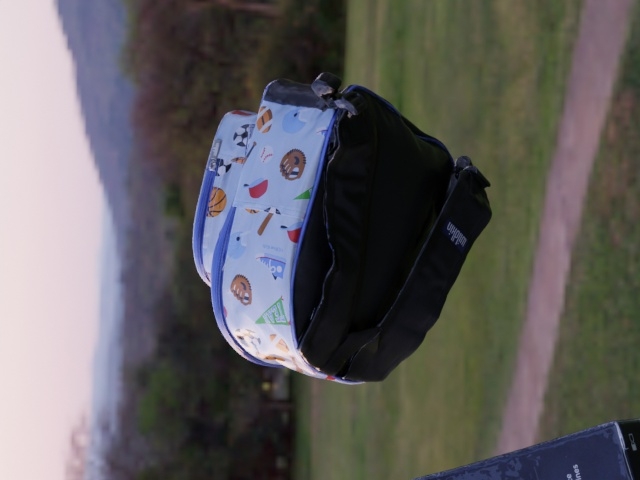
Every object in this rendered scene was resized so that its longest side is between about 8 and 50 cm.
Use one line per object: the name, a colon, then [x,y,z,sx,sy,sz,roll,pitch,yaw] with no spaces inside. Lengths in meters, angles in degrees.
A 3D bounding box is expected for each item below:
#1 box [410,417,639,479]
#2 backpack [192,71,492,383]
box: [0.161,0.207,1.010,0.093,0.158,0.156,4,-111,-57]
backpack: [0.000,0.000,1.512,0.276,0.213,0.263,27,-110,-48]
